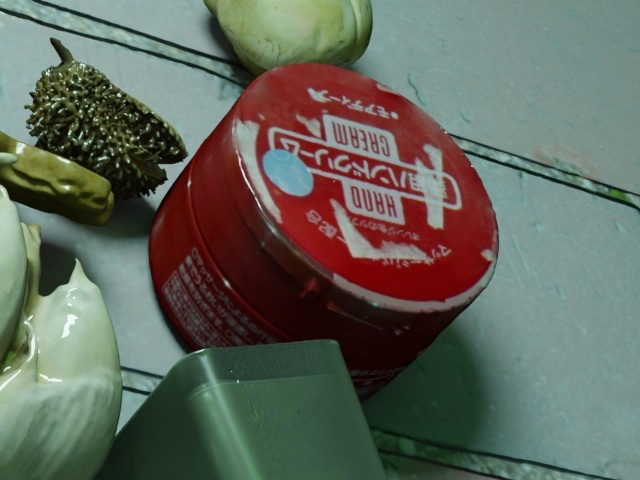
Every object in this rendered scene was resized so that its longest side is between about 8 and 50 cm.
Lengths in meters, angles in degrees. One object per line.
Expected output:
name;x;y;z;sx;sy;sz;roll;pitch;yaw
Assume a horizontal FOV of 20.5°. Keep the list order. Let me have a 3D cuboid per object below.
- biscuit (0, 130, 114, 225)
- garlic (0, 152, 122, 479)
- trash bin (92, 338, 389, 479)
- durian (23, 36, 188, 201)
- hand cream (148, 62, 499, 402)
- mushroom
biscuit;-0.253;-0.066;1.156;0.249;0.184;0.035;23;84;-5
garlic;-0.241;0.030;1.009;0.281;0.203;0.185;46;2;19
trash bin;-0.026;0.201;1.061;0.122;0.164;0.240;-2;56;-36
durian;-0.162;-0.075;1.246;0.140;0.110;0.071;57;42;-32
hand cream;0.000;0.000;1.271;0.230;0.149;0.230;21;42;-20
mushroom;-0.027;-0.188;1.444;0.148;0.112;0.148;20;42;-20
